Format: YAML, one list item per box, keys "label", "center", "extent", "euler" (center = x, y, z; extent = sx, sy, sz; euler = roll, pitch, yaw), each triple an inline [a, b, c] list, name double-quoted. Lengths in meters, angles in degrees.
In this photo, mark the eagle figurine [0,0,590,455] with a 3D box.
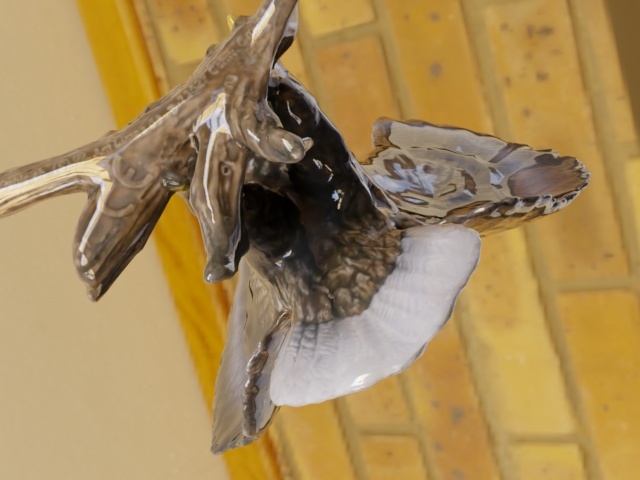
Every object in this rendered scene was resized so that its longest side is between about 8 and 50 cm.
- label: "eagle figurine"
  center: [0.000, -0.010, 0.666]
  extent: [0.298, 0.226, 0.225]
  euler: [44, -125, -60]
